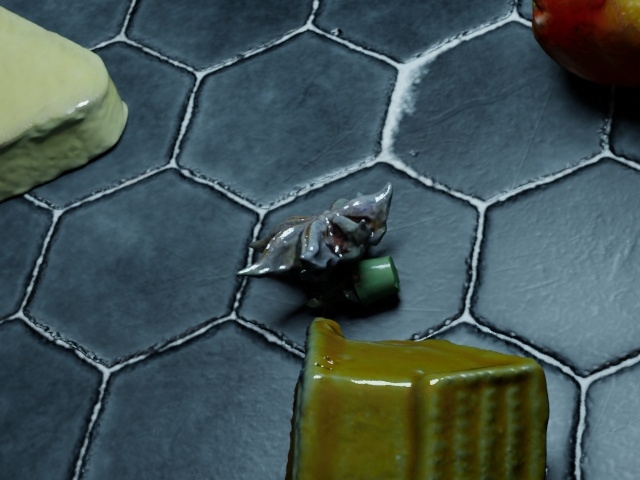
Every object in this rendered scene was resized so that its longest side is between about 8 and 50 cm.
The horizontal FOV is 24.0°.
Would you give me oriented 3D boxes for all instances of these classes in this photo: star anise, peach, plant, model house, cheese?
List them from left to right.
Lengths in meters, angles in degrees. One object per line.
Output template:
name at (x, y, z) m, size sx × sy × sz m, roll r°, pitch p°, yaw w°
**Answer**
cheese at (-0.457, -0.186, 1.879) m, size 0.384 × 0.104 × 0.384 m, roll -9°, pitch 51°, yaw 11°
star anise at (0.000, 0.000, 1.589) m, size 0.181 × 0.061 × 0.204 m, roll -19°, pitch 13°, yaw 4°
plant at (0.031, 0.048, 1.583) m, size 0.102 × 0.051 × 0.051 m, roll -18°, pitch 50°, yaw 10°
model house at (0.088, 0.206, 1.392) m, size 0.239 × 0.173 × 0.268 m, roll 3°, pitch 84°, yaw 3°
peach at (0.385, -0.301, 1.619) m, size 0.338 × 0.281 × 0.281 m, roll -8°, pitch 51°, yaw 11°
